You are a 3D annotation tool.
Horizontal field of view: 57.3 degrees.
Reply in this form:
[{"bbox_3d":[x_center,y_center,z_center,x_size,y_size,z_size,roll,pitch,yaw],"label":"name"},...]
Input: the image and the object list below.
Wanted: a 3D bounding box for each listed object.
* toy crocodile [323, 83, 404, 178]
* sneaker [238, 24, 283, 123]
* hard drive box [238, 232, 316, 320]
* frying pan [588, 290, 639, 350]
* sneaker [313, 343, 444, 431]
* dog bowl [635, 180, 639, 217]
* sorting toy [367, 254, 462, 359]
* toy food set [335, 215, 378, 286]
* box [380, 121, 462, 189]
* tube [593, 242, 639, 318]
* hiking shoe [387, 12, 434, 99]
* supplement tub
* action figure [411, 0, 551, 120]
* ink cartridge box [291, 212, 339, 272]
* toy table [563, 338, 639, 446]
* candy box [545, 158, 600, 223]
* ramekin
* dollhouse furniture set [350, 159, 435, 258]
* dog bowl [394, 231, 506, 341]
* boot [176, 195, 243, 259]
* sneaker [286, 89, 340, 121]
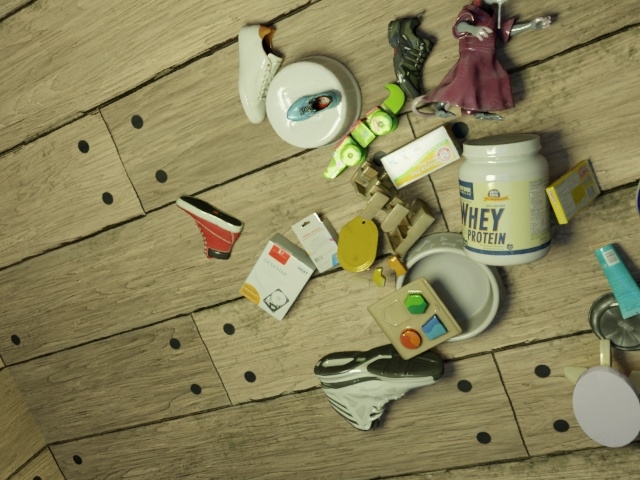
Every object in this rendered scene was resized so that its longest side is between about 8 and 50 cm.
[{"bbox_3d":[0.126,-0.311,1.729,0.105,0.115,0.340,46,112,2],"label":"toy crocodile"},{"bbox_3d":[-0.176,-0.499,1.768,0.123,0.106,0.289,3,107,20],"label":"sneaker"},{"bbox_3d":[-0.139,0.123,1.967,0.181,0.089,0.232,34,114,5],"label":"hard drive box"},{"bbox_3d":[0.914,0.204,1.643,0.197,0.053,0.326,52,129,3],"label":"frying pan"},{"bbox_3d":[0.217,0.496,1.955,0.448,0.169,0.257,-9,113,28],"label":"sneaker"},{"bbox_3d":[0.977,-0.105,1.524,0.265,0.104,0.264,5,109,16],"label":"dog bowl"},{"bbox_3d":[0.254,0.206,1.778,0.229,0.041,0.307,-33,97,29],"label":"sorting toy"},{"bbox_3d":[0.122,0.037,1.837,0.128,0.071,0.217,5,80,23],"label":"toy food set"},{"bbox_3d":[0.294,-0.246,1.695,0.203,0.114,0.103,-26,98,22],"label":"box"},{"bbox_3d":[0.836,0.111,1.631,0.080,0.052,0.207,-33,75,41],"label":"tube"},{"bbox_3d":[0.262,-0.512,1.634,0.114,0.086,0.226,-11,103,24],"label":"hiking shoe"},{"bbox_3d":[0.502,-0.115,1.603,0.236,0.235,0.324,-3,106,19],"label":"supplement tub"},{"bbox_3d":[0.424,-0.510,1.568,0.276,0.248,0.369,14,102,59],"label":"action figure"},{"bbox_3d":[0.000,0.000,1.896,0.104,0.061,0.181,-30,97,23],"label":"ink cartridge box"},{"bbox_3d":[0.829,0.436,1.692,0.252,0.161,0.274,8,124,26],"label":"toy table"},{"bbox_3d":[0.678,-0.132,1.567,0.027,0.206,0.105,-17,102,54],"label":"candy box"},{"bbox_3d":[-0.027,-0.404,1.736,0.278,0.135,0.277,5,108,16],"label":"ramekin"},{"bbox_3d":[0.187,-0.082,1.734,0.242,0.212,0.161,29,115,-22],"label":"dollhouse furniture set"},{"bbox_3d":[0.391,0.152,1.799,0.349,0.102,0.348,5,108,16],"label":"dog bowl"},{"bbox_3d":[-0.404,-0.035,2.006,0.244,0.088,0.176,29,115,3],"label":"boot"},{"bbox_3d":[-0.028,-0.377,1.630,0.162,0.073,0.063,-19,101,23],"label":"sneaker"}]
